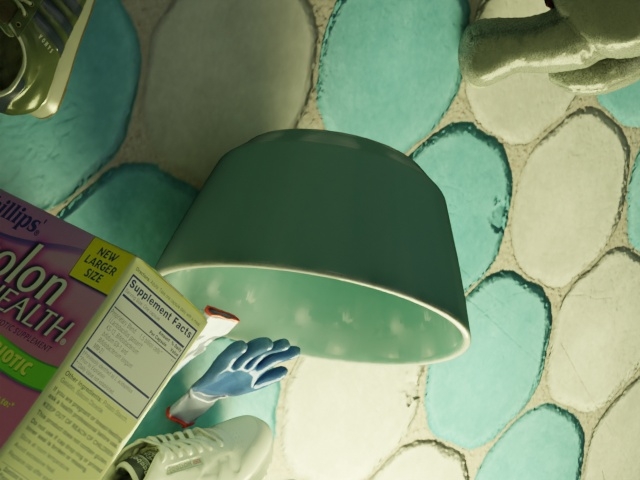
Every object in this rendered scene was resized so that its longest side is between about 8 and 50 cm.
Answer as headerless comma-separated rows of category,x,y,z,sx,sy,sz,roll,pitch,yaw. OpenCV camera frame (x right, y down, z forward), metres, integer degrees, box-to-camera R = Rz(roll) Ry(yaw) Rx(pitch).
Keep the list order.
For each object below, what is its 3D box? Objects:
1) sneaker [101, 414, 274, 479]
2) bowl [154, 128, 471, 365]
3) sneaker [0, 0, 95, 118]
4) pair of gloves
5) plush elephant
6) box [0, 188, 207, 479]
sneaker,-0.142,0.231,1.850,0.235,0.090,0.095,-32,122,-33
bowl,0.000,0.000,1.767,0.311,0.311,0.163,30,63,-48
sneaker,-0.244,-0.195,1.559,0.086,0.064,0.192,-1,112,-51
pair of gloves,-0.120,0.126,1.807,0.159,0.023,0.198,-36,146,21
plush elephant,0.347,-0.292,2.002,0.255,0.330,0.272,-19,115,-61
box,-0.258,0.104,1.570,0.243,0.213,0.117,-55,138,-12
